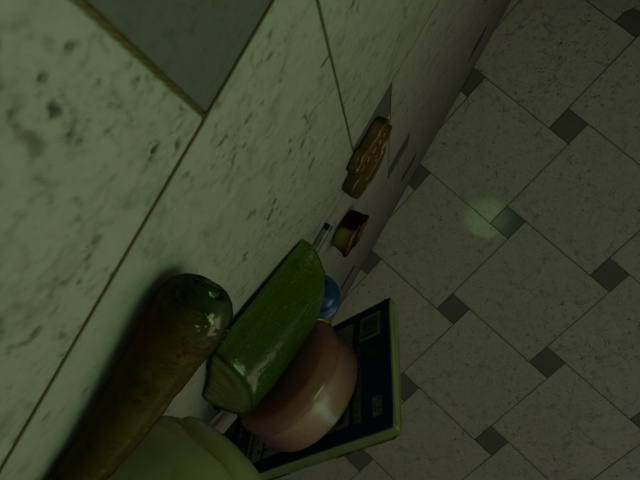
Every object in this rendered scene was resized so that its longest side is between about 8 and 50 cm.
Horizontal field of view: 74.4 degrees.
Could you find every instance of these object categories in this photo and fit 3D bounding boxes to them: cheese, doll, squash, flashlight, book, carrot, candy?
[{"bbox_3d":[-0.176,0.351,0.513,0.127,0.233,0.265,-15,133,-61],"label":"cheese"},{"bbox_3d":[-0.030,0.222,1.171,0.199,0.146,0.362,-113,-151,-51],"label":"doll"},{"bbox_3d":[-0.080,0.165,0.776,0.288,0.111,0.203,-52,169,-44],"label":"squash"},{"bbox_3d":[0.000,0.000,0.946,0.083,0.018,0.018,-60,168,1],"label":"flashlight"},{"bbox_3d":[-0.022,0.312,0.863,0.428,0.039,0.300,-33,-154,27],"label":"book"},{"bbox_3d":[-0.186,0.161,0.391,0.298,0.078,0.078,-54,170,1],"label":"carrot"},{"bbox_3d":[-0.050,0.271,0.802,0.255,0.094,0.255,-35,-155,19],"label":"candy"}]

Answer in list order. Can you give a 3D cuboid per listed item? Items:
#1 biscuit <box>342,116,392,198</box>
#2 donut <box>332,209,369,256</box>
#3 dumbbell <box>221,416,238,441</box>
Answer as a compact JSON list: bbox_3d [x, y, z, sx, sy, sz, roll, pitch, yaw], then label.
[{"bbox_3d":[0.108,-0.172,0.947,0.184,0.035,0.249,-58,170,-10],"label":"biscuit"},{"bbox_3d":[0.082,-0.022,1.172,0.140,0.059,0.140,-56,169,-17],"label":"donut"},{"bbox_3d":[-0.199,0.463,1.032,0.302,0.122,0.108,-28,118,-70],"label":"dumbbell"}]
